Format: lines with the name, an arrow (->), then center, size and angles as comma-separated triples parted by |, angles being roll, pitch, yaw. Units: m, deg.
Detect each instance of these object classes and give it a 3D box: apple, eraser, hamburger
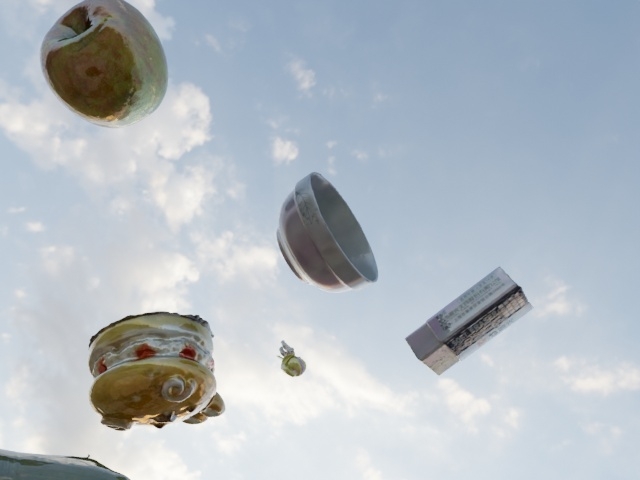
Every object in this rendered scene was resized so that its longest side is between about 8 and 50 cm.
apple -> -0.596, -0.493, 1.515 | 0.339, 0.339, 0.340 | 10, -59, 18
eraser -> 0.354, 0.198, 1.277 | 0.287, 0.086, 0.130 | -40, -49, 8
hamburger -> -0.338, 0.298, 1.138 | 0.261, 0.186, 0.303 | -24, -33, 7

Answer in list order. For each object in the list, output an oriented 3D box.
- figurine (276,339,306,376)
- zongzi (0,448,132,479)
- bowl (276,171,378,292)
figurine -> -0.106, 0.394, 1.771 | 0.083, 0.187, 0.083 | -9, -65, -21
zongzi -> -0.286, 0.284, 0.413 | 0.250, 0.125, 0.274 | 18, -75, -17
bowl -> 0.000, 0.000, 1.229 | 0.143, 0.287, 0.287 | -29, -76, 16
